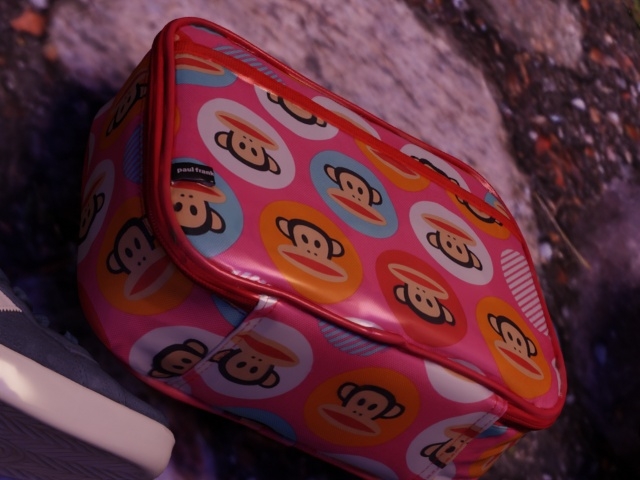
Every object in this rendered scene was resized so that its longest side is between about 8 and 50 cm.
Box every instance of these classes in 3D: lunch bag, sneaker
[{"bbox_3d":[0.000,0.000,0.827,0.293,0.120,0.258,27,34,-27],"label":"lunch bag"},{"bbox_3d":[-0.213,0.005,0.703,0.350,0.131,0.148,33,55,-24],"label":"sneaker"}]

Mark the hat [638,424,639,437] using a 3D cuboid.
[{"bbox_3d":[0.298,0.144,0.952,0.134,0.331,0.331,-23,86,4],"label":"hat"}]
